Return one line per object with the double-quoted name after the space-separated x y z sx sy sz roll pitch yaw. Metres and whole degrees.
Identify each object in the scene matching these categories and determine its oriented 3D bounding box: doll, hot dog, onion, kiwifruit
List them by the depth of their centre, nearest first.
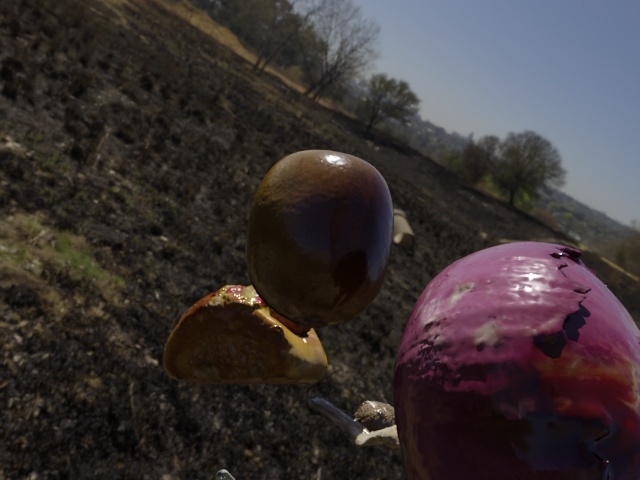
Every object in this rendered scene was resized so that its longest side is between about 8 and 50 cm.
0.204 0.195 0.609 0.358 0.345 0.358 23 40 -21 "onion"
0.000 0.000 0.794 0.195 0.234 0.196 2 -17 1 "kiwifruit"
-0.119 0.150 0.961 0.256 0.153 0.150 -4 -16 19 "hot dog"
0.148 0.493 1.643 0.221 0.115 0.105 24 47 -34 "doll"

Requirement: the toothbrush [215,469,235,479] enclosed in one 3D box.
-0.220 0.659 1.606 0.040 0.040 0.386 39 -21 29 "toothbrush"
